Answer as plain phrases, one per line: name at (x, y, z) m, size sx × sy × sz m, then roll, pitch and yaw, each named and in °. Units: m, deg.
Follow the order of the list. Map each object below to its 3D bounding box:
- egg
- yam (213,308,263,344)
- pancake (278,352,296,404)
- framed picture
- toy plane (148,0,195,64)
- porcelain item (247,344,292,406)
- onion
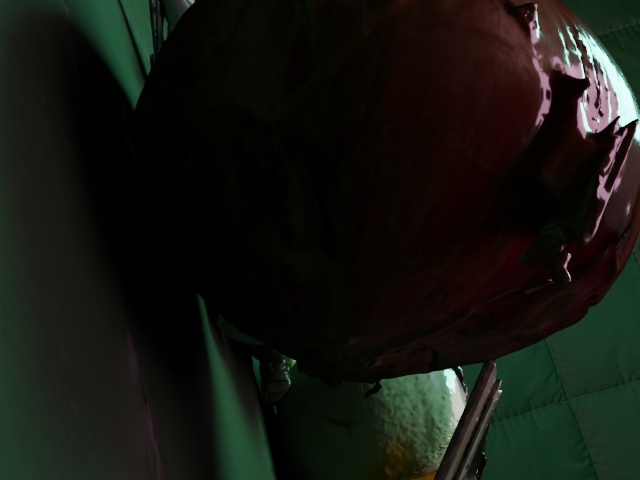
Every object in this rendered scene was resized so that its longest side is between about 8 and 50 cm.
egg at (0.045, 0.269, 0.925) m, size 0.337 × 0.200 × 0.337 m, roll 21°, pitch -62°, yaw 47°
yam at (-0.080, 0.011, 0.678) m, size 0.078 × 0.078 × 0.179 m, roll 80°, pitch -4°, yaw -62°
pancake at (-0.056, 0.280, 1.255) m, size 0.305 × 0.066 × 0.427 m, roll 113°, pitch -38°, yaw -73°
framed picture at (0.055, 0.232, 0.441) m, size 0.274 × 0.017 × 0.217 m, roll -59°, pitch 157°, yaw -25°
toy plane at (-0.121, -0.197, 0.634) m, size 0.182 × 0.107 × 0.273 m, roll -139°, pitch -151°, yaw -75°
porcelain item at (-0.077, 0.110, 0.916) m, size 0.084 × 0.054 × 0.213 m, roll 78°, pitch -4°, yaw -67°
onion at (0.044, -0.042, 0.464) m, size 0.353 × 0.353 × 0.354 m, roll 165°, pitch -90°, yaw -87°
